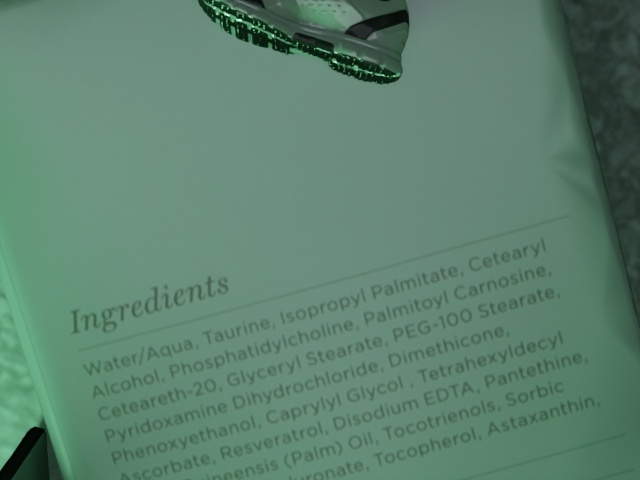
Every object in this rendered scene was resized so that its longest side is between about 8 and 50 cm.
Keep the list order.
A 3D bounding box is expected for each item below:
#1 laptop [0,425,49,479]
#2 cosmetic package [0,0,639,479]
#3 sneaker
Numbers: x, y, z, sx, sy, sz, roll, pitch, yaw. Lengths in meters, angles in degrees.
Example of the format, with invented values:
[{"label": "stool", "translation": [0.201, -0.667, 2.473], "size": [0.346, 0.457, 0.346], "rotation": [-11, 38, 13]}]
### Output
[{"label": "laptop", "translation": [-0.102, 0.365, 0.942], "size": [0.236, 0.382, 0.408], "rotation": [-2, 99, 0]}, {"label": "cosmetic package", "translation": [0.000, 0.000, 0.906], "size": [0.327, 0.329, 0.393], "rotation": [-15, 99, 3]}, {"label": "sneaker", "translation": [-0.008, -0.112, 0.708], "size": [0.109, 0.040, 0.043], "rotation": [19, 81, -6]}]
